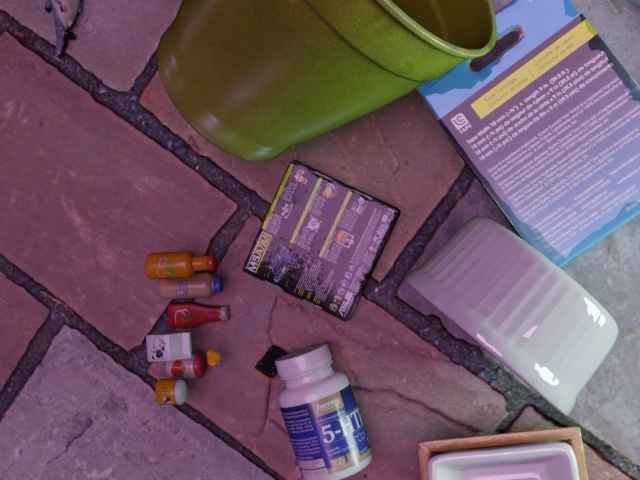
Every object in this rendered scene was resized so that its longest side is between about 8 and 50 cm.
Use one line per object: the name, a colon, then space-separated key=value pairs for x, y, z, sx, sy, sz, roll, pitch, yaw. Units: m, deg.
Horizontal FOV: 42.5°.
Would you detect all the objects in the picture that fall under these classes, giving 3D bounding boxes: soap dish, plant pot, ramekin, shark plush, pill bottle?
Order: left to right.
shark plush: x=-0.415 y=-0.380 z=1.320 sx=0.067 sy=0.073 sz=0.161 roll=8 pitch=116 yaw=29
plant pot: x=-0.025 y=-0.291 z=1.081 sx=0.353 sy=0.366 sz=0.366 roll=-35 pitch=86 yaw=35
pill bottle: x=0.000 y=0.255 z=1.227 sx=0.112 sy=0.112 sz=0.186 roll=-19 pitch=90 yaw=11
soap dish: x=0.274 y=0.414 z=1.181 sx=0.229 sy=0.118 sz=0.291 roll=-9 pitch=91 yaw=11
ramekin: x=0.258 y=0.091 z=1.096 sx=0.277 sy=0.277 sz=0.135 roll=40 pitch=92 yaw=6

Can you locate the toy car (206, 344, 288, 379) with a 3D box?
toy car: x=-0.114 y=0.184 z=1.278 sx=0.122 sy=0.060 sz=0.040 roll=17 pitch=140 yaw=0

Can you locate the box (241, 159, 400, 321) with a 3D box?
box: x=0.000 y=0.000 z=1.251 sx=0.184 sy=0.045 sz=0.190 roll=25 pitch=98 yaw=11

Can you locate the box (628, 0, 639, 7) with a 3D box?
box: x=0.435 y=-0.391 z=1.113 sx=0.203 sy=0.114 sz=0.103 roll=33 pitch=99 yaw=8

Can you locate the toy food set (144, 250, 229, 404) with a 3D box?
toy food set: x=-0.196 y=0.132 z=1.258 sx=0.104 sy=0.111 sz=0.232 roll=-3 pitch=90 yaw=11

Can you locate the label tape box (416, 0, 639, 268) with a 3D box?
label tape box: x=0.319 y=-0.157 z=1.150 sx=0.240 sy=0.106 sz=0.333 roll=-36 pitch=86 yaw=11
